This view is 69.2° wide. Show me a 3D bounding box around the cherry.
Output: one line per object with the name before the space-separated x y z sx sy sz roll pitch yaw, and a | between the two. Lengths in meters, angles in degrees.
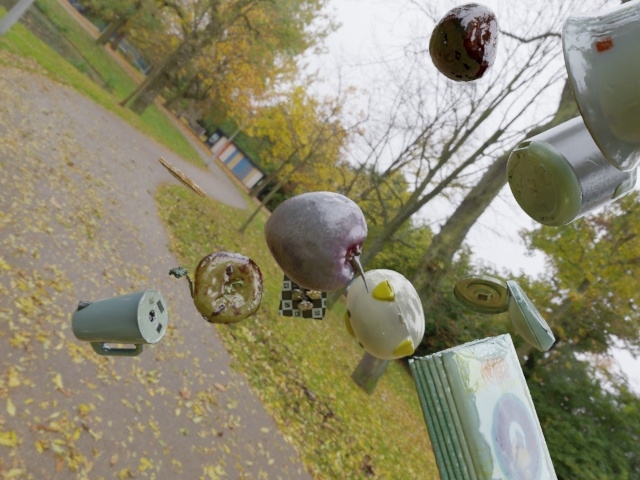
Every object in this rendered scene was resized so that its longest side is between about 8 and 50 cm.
cherry | 0.000 0.000 1.000 0.265 0.213 0.183 20 12 12

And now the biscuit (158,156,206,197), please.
biscuit | -0.528 -0.238 1.767 0.220 0.029 0.142 43 -9 -31

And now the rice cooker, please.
rice cooker | 0.720 -0.203 1.344 0.288 0.276 0.288 61 -10 19

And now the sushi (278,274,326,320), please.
sushi | -0.064 0.214 1.845 0.192 0.210 0.040 7 7 -3

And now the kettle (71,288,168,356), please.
kettle | -0.598 0.259 1.398 0.160 0.243 0.211 -77 156 -58

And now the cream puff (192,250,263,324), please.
cream puff | -0.186 0.094 0.918 0.149 0.149 0.084 46 -18 -10

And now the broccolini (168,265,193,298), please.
broccolini | -0.451 0.139 1.571 0.054 0.052 0.194 25 -25 26

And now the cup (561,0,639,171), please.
cup | 0.632 -0.322 0.901 0.347 0.347 0.163 46 -36 -22

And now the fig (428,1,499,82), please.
fig | 0.372 -0.544 1.306 0.249 0.186 0.204 12 -67 56

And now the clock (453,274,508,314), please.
clock | 0.655 0.221 1.868 0.234 0.029 0.235 19 -34 14

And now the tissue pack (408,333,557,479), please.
tissue pack | 0.374 0.429 1.051 0.287 0.162 0.388 1 69 -44

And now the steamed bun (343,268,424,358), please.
steamed bun | 0.265 0.301 1.905 0.334 0.333 0.374 -139 -154 -86

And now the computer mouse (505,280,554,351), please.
computer mouse | 0.728 0.277 1.656 0.288 0.097 0.159 47 25 -18
